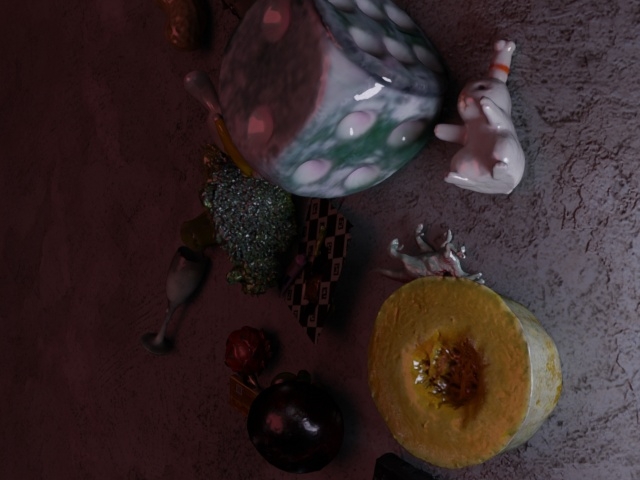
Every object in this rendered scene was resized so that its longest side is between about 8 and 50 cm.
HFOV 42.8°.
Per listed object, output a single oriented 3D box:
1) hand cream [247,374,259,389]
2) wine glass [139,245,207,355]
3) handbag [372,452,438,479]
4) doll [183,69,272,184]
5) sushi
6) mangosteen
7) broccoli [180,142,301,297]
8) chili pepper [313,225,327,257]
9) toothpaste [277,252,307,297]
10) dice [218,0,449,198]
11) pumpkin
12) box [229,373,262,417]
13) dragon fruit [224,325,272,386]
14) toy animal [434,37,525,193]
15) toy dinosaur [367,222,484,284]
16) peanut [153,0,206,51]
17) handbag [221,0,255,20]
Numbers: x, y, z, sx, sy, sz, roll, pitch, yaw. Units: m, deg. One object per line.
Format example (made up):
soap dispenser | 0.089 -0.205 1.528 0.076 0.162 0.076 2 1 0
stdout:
hand cream | -0.179 0.339 2.035 0.035 0.022 0.102 -45 63 37
wine glass | -0.353 0.209 2.167 0.264 0.096 0.309 46 120 40
handbag | 0.178 0.580 1.594 0.244 0.088 0.275 23 109 48
doll | -0.172 -0.229 1.743 0.111 0.237 0.252 -36 66 15
sushi | 0.012 0.057 1.817 0.264 0.050 0.289 -133 55 -61
mangosteen | -0.045 0.394 1.768 0.216 0.216 0.216 -2 87 47
broccoli | -0.217 -0.097 1.988 0.353 0.275 0.397 -61 26 3
chili pepper | 0.001 0.000 1.775 0.030 0.017 0.083 -78 3 -60
toothpaste | -0.068 0.076 1.896 0.170 0.028 0.045 127 140 -51
dice | 0.023 -0.305 1.612 0.348 0.328 0.330 -42 60 37
pumpkin | 0.262 0.223 1.452 0.333 0.199 0.332 -2 87 39
box | -0.172 0.397 2.011 0.156 0.022 0.089 20 114 46
dragon fruit | -0.174 0.267 1.970 0.121 0.130 0.142 42 122 0
toy animal | 0.287 -0.223 1.465 0.141 0.138 0.282 -20 73 50
toy dinosaur | 0.194 0.057 1.613 0.242 0.053 0.167 -30 74 33
peanut | -0.384 -0.638 2.205 0.120 0.136 0.298 99 156 -70
handbag | -0.163 -0.583 1.985 0.270 0.117 0.182 55 134 32
